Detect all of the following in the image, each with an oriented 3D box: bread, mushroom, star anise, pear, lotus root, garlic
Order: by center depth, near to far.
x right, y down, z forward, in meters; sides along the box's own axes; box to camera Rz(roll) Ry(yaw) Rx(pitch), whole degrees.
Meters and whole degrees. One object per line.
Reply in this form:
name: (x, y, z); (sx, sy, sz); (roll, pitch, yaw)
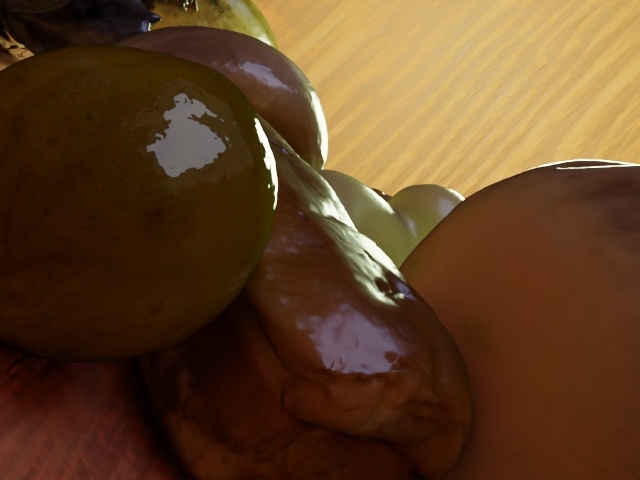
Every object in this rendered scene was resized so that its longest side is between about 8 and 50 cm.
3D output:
pear: (-0.103, -0.016, 0.563); (0.149, 0.162, 0.149); (30, -48, 40)
bread: (-0.049, 0.017, 0.743); (0.195, 0.149, 0.344); (44, 7, -46)
mushroom: (0.176, 0.142, 0.789); (0.353, 0.353, 0.325); (47, 47, -15)
garlic: (-0.091, -0.096, 1.003); (0.245, 0.164, 0.145); (33, -1, -43)
star anise: (-0.269, -0.243, 1.047); (0.316, 0.139, 0.359); (54, -13, -28)
lotus root: (-0.153, -0.283, 1.851); (0.310, 0.182, 0.183); (49, 5, -19)

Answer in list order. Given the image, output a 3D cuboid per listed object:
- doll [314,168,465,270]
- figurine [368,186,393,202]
doll: (0.033, 0.010, 1.014); (0.117, 0.141, 0.296); (5, 8, 42)
figurine: (0.000, 0.000, 1.174); (0.287, 0.186, 0.176); (36, -19, 21)
